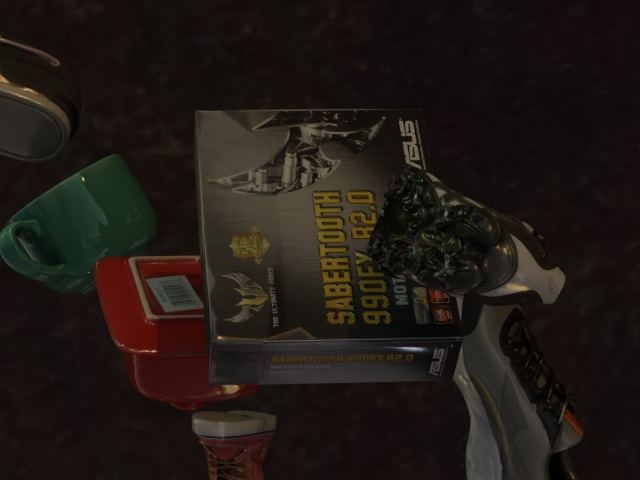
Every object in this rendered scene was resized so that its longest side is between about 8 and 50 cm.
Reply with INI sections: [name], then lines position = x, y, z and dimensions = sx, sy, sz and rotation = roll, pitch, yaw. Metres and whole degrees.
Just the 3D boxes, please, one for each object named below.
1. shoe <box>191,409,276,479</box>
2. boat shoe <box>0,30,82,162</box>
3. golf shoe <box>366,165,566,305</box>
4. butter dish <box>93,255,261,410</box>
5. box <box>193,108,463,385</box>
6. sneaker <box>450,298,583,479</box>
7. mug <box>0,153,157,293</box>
[shoe]
position = -0.087, 0.213, 1.833
dimensions = 0.063, 0.178, 0.081
rotation = 7, 88, 14
[boat shoe]
position = -0.389, -0.177, 1.768
dimensions = 0.335, 0.095, 0.112
rotation = 23, 128, -12
[golf shoe]
position = 0.096, 0.007, 1.242
dimensions = 0.077, 0.094, 0.198
rotation = -65, 21, 8
[butter dish]
position = -0.107, 0.088, 1.540
dimensions = 0.160, 0.160, 0.118
rotation = -117, 31, -57
[box]
position = 0.000, 0.000, 1.383
dimensions = 0.056, 0.183, 0.231
rotation = 99, 169, -49
[sneaker]
position = 0.176, 0.127, 1.630
dimensions = 0.108, 0.100, 0.271
rotation = 1, 118, 29
[mug]
position = -0.233, -0.001, 1.762
dimensions = 0.097, 0.158, 0.129
rotation = 57, 162, 0
